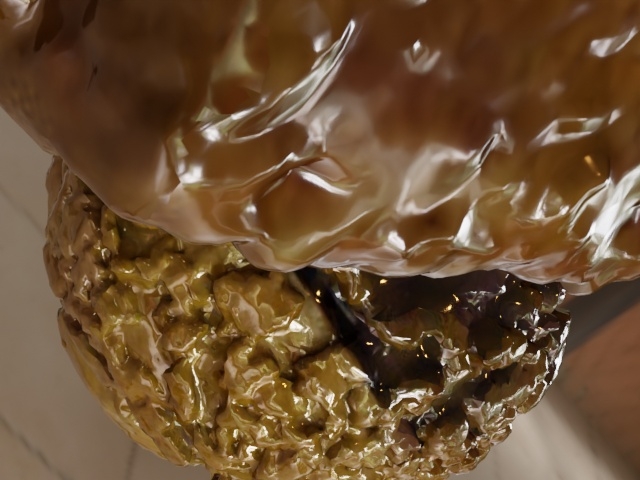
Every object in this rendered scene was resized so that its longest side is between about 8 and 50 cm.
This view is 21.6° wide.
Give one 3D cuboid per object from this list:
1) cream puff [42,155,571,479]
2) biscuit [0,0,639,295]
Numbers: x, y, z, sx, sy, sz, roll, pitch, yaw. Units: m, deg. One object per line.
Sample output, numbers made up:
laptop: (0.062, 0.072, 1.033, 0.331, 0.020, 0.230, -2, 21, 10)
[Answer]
cream puff: (0.000, 0.000, 1.022, 0.327, 0.231, 0.342, 6, 81, -20)
biscuit: (0.011, -0.121, 0.611, 0.395, 0.166, 0.343, 5, 24, -48)
